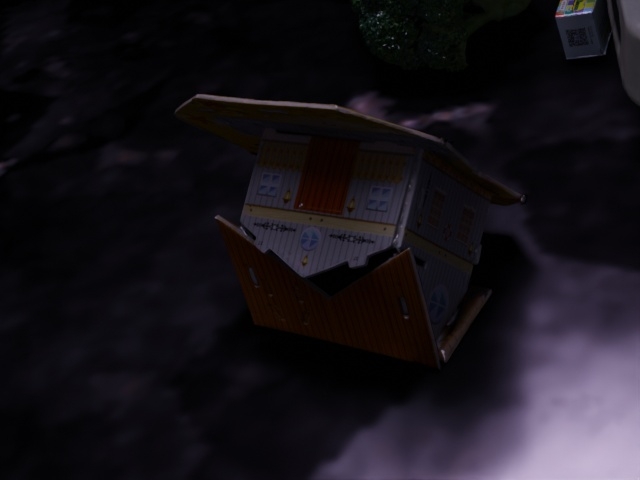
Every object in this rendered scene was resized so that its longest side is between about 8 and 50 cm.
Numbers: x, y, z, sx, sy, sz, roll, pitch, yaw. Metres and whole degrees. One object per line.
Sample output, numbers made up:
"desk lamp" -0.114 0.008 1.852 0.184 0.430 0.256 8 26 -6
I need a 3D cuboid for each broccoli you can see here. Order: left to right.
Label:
"broccoli" 0.101 -0.239 1.076 0.156 0.195 0.195 4 26 -28

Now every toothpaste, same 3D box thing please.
"toothpaste" 0.236 -0.216 1.066 0.034 0.046 0.164 -4 39 27

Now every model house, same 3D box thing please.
"model house" 0.000 0.000 0.830 0.219 0.207 0.135 8 81 33

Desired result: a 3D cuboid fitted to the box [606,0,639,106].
"box" 0.403 -0.224 0.936 0.373 0.090 0.367 -3 39 10
